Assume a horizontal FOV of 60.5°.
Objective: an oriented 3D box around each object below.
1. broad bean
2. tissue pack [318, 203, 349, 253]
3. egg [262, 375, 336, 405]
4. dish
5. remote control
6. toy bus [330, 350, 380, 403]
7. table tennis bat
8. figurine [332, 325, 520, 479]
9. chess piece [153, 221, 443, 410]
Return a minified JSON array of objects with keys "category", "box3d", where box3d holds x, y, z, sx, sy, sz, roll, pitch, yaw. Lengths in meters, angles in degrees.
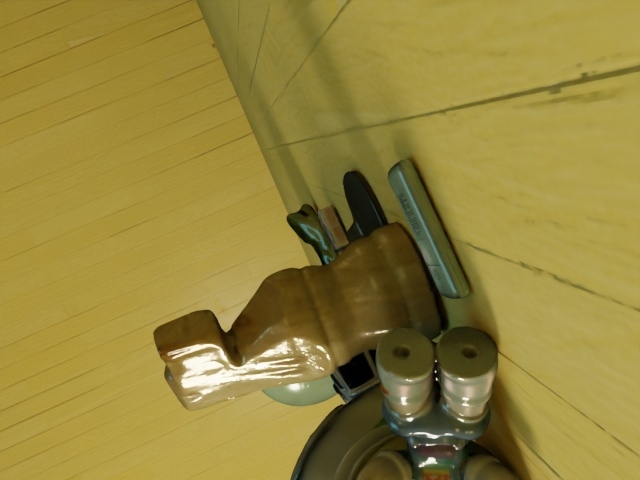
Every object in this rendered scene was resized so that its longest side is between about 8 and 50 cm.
[{"category":"broad bean","box3d":[-0.002,0.002,1.355,0.207,0.072,0.153,53,175,12]},{"category":"tissue pack","box3d":[0.026,-0.020,1.038,0.083,0.035,0.063,64,175,9]},{"category":"egg","box3d":[-0.028,0.256,1.360,0.276,0.276,0.389,66,-156,-4]},{"category":"dish","box3d":[0.042,0.351,0.837,0.124,0.324,0.324,23,150,32]},{"category":"remote control","box3d":[0.090,-0.008,0.465,0.053,0.017,0.125,136,109,-84]},{"category":"toy bus","box3d":[0.076,0.224,1.031,0.179,0.143,0.305,62,173,23]},{"category":"table tennis bat","box3d":[0.059,-0.023,0.755,0.234,0.022,0.131,116,129,-81]},{"category":"figurine","box3d":[0.133,0.231,0.563,0.205,0.224,0.382,-83,2,-54]},{"category":"chess piece","box3d":[-0.028,0.095,0.596,0.137,0.300,0.137,158,90,-88]}]
